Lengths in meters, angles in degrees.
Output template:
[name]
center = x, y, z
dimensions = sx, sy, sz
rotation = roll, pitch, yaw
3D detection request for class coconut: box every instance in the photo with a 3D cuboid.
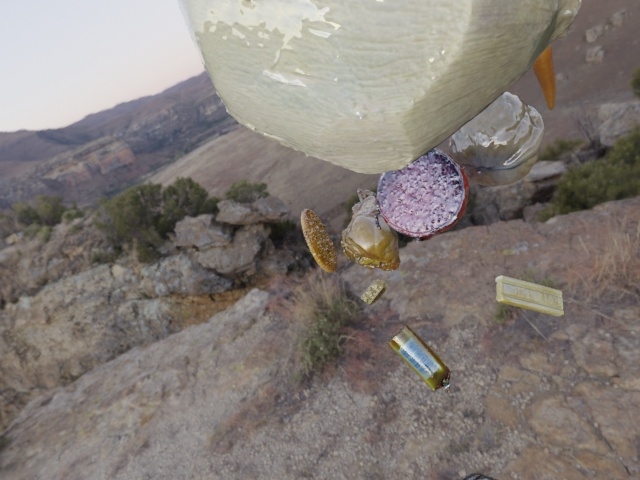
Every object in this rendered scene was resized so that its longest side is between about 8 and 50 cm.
[coconut]
center = 0.055, -0.243, 0.425
dimensions = 0.360, 0.346, 0.346
rotation = 26, 44, 14

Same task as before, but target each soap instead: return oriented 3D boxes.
[soap]
center = 0.739, 0.197, 1.505
dimensions = 0.037, 0.251, 0.092
rotation = 122, 160, -61

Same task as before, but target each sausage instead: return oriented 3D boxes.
[sausage]
center = 0.416, 0.484, 1.720
dimensions = 0.125, 0.317, 0.117
rotation = -34, -13, -51

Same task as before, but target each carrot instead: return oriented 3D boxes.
[carrot]
center = 0.777, -0.567, 1.465
dimensions = 0.069, 0.336, 0.069
rotation = -21, 49, 26

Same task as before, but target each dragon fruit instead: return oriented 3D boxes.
[dragon fruit]
center = 0.261, -0.114, 1.056
dimensions = 0.218, 0.224, 0.148
rotation = 20, 14, 26

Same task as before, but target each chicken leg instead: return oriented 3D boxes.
[chicken leg]
center = 0.179, -0.025, 1.458
dimensions = 0.182, 0.295, 0.410
rotation = -28, 33, 17

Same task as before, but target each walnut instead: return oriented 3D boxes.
[walnut]
center = 0.475, -0.275, 1.155
dimensions = 0.248, 0.248, 0.248
rotation = -22, 23, 10

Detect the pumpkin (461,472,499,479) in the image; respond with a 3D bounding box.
[pumpkin]
center = 0.427, 0.671, 1.020
dimensions = 0.233, 0.233, 0.163
rotation = 0, 51, 46

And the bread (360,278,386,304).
[bread]
center = 0.214, 0.201, 1.671
dimensions = 0.110, 0.066, 0.060
rotation = -51, 14, 3

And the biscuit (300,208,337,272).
[biscuit]
center = 0.000, 0.000, 1.523
dimensions = 0.035, 0.254, 0.254
rotation = -24, 23, 14
